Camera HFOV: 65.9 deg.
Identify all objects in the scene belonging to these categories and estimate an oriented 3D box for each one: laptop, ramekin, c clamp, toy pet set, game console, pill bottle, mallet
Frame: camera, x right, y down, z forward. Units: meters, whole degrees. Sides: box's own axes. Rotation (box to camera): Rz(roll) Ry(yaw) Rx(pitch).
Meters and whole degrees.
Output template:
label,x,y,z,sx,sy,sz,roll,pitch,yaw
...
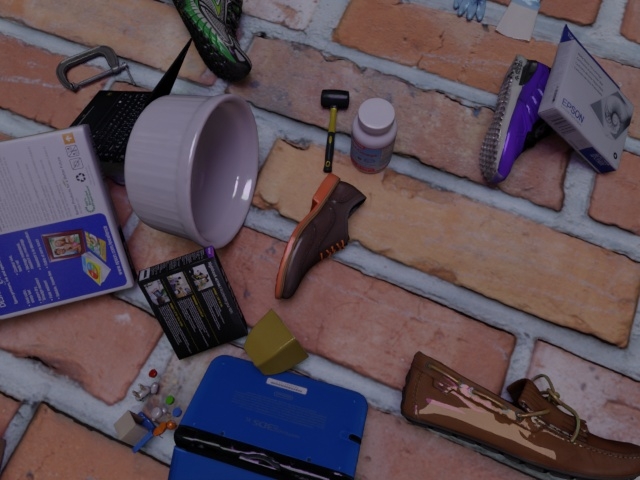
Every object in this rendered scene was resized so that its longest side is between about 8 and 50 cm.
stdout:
label,x,y,z,sx,sy,sz,roll,pitch,yaw
laptop,-0.394,-0.276,0.966,0.265,0.136,0.234,5,49,11
ramekin,-0.226,-0.131,0.896,0.135,0.277,0.277,12,72,13
c clamp,-0.514,-0.382,1.117,0.161,0.022,0.137,-21,72,-6
toy pet set,-0.285,0.306,0.847,0.114,0.065,0.122,-45,45,-10
game console,-0.090,0.372,0.843,0.293,0.173,0.250,14,41,6
pill bottle,0.103,-0.203,0.962,0.087,0.160,0.087,-1,71,2
mallet,0.033,-0.234,1.044,0.062,0.039,0.189,-3,75,5

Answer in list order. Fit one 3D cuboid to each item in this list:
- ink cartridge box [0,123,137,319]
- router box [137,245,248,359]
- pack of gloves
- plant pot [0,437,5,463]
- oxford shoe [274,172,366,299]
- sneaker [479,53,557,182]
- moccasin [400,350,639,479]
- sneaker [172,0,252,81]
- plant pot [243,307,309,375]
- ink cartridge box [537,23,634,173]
label,x,y,z,sx,sy,sz,roll,pitch,yaw
ink cartridge box,-0.525,-0.024,0.876,0.307,0.072,0.303,-13,109,-8
router box,-0.219,0.112,0.866,0.133,0.178,0.046,-19,29,-5
pack of gloves,0.430,-0.589,1.145,0.195,0.046,0.232,23,74,10
plant pot,-0.602,0.365,0.825,0.109,0.109,0.096,13,60,6
oxford shoe,0.000,0.000,0.933,0.098,0.097,0.271,26,74,4
sneaker,0.425,-0.238,0.995,0.146,0.102,0.293,20,74,4
moccasin,0.328,0.282,0.811,0.380,0.139,0.146,16,81,17
sneaker,-0.229,-0.500,1.090,0.146,0.134,0.343,-25,72,-7
plant pot,-0.084,0.186,0.865,0.083,0.081,0.081,-37,51,-9
ink cartridge box,0.535,-0.283,0.975,0.223,0.045,0.223,30,71,-26
